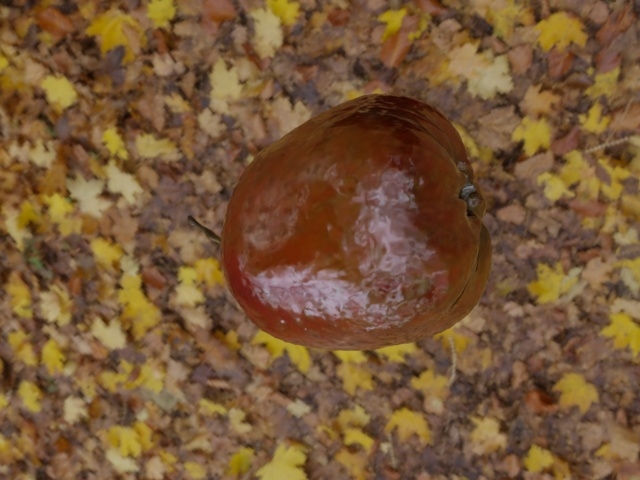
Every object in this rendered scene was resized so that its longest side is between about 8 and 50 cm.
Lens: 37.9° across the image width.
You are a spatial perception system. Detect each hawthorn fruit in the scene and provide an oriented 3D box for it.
[{"bbox_3d":[0.000,0.000,0.577,0.204,0.162,0.162,-19,112,20],"label":"hawthorn fruit"}]

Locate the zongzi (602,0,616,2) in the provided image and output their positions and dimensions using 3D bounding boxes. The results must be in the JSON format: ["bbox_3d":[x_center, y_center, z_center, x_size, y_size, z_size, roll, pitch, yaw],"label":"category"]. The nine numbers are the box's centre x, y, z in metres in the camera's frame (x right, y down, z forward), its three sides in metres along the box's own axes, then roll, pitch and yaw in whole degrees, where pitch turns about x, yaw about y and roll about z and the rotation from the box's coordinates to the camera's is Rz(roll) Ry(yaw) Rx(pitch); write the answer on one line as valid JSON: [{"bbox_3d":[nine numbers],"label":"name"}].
[{"bbox_3d":[0.024,-0.358,0.838,0.403,0.207,0.432,10,150,53],"label":"zongzi"}]
